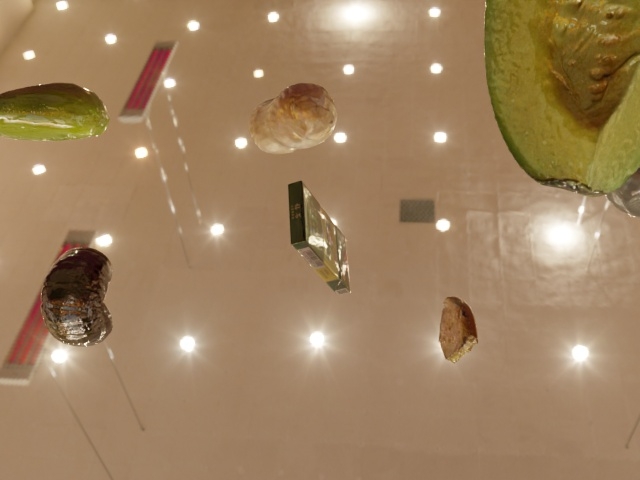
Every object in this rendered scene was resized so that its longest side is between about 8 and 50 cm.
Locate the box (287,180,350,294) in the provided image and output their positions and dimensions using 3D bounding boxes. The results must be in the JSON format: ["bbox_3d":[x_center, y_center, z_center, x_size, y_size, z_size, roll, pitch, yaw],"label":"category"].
[{"bbox_3d":[0.000,0.000,1.406,0.034,0.235,0.132,-14,-122,16],"label":"box"}]

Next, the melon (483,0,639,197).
[{"bbox_3d":[0.395,-0.250,1.103,0.331,0.343,0.226,11,-165,-5],"label":"melon"}]

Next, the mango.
[{"bbox_3d":[-0.359,-0.170,0.963,0.165,0.074,0.091,-1,174,-37],"label":"mango"}]

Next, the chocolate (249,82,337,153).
[{"bbox_3d":[-0.057,-0.247,1.512,0.134,0.134,0.309,-24,-170,-18],"label":"chocolate"}]

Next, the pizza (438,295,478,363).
[{"bbox_3d":[0.253,0.164,1.353,0.036,0.099,0.160,14,-160,-10],"label":"pizza"}]

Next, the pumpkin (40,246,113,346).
[{"bbox_3d":[-0.438,0.110,1.319,0.119,0.183,0.107,0,-171,0],"label":"pumpkin"}]

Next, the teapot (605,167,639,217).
[{"bbox_3d":[0.670,-0.176,1.492,0.184,0.183,0.250,6,-118,11],"label":"teapot"}]
